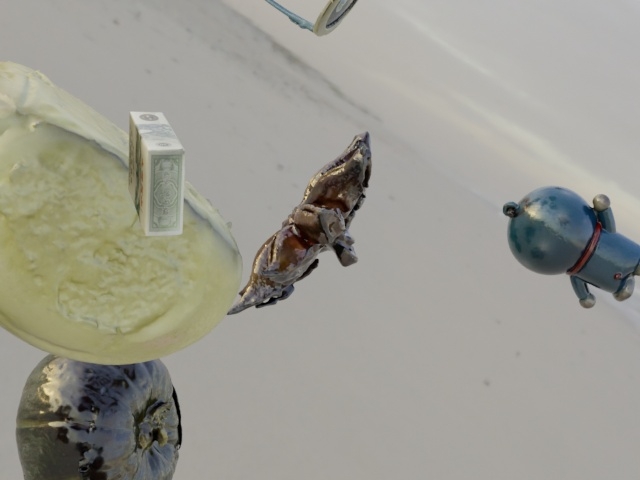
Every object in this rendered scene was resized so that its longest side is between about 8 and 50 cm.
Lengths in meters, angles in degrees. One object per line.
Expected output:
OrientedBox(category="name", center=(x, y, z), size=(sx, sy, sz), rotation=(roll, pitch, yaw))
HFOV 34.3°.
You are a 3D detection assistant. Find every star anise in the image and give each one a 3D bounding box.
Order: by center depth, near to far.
OrientedBox(category="star anise", center=(0.000, 0.000, 1.191), size=(0.102, 0.272, 0.272), rotation=(37, 6, -4))

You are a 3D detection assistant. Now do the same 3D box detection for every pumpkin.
OrientedBox(category="pumpkin", center=(-0.260, 0.229, 1.261), size=(0.159, 0.238, 0.238), rotation=(-13, -11, 22))

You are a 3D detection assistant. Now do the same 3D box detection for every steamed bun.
OrientedBox(category="steamed bun", center=(-0.199, -0.013, 0.833), size=(0.273, 0.166, 0.232), rotation=(36, 2, -33))

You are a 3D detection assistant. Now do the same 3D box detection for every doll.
OrientedBox(category="doll", center=(0.245, 0.001, 1.013), size=(0.151, 0.114, 0.085), rotation=(25, 24, -3))

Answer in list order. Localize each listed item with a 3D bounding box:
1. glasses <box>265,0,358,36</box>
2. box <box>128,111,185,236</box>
OrientedBox(category="glasses", center=(-0.030, -0.331, 1.060), size=(0.220, 0.190, 0.088), rotation=(26, 14, -14))
OrientedBox(category="box", center=(-0.100, -0.042, 0.625), size=(0.024, 0.054, 0.083), rotation=(0, 22, -18))
